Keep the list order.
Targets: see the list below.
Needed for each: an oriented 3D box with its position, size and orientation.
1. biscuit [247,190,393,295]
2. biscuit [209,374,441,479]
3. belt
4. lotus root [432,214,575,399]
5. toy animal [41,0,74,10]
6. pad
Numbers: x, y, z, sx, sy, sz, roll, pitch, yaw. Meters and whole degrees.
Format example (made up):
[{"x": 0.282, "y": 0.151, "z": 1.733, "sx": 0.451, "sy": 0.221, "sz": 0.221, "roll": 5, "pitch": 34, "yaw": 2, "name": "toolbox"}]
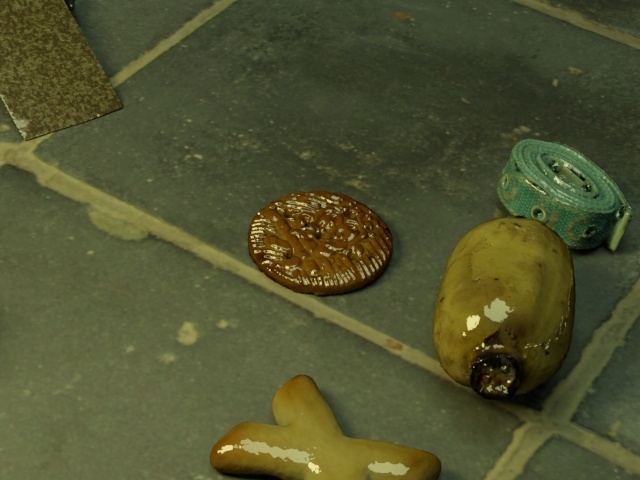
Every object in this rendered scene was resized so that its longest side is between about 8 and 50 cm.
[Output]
[{"x": 0.000, "y": -0.001, "z": 1.783, "sx": 0.187, "sy": 0.027, "sz": 0.188, "roll": 3, "pitch": 41, "yaw": -3, "name": "biscuit"}, {"x": 0.007, "y": 0.234, "z": 1.502, "sx": 0.207, "sy": 0.047, "sz": 0.164, "roll": 29, "pitch": 46, "yaw": 25, "name": "biscuit"}, {"x": 0.312, "y": -0.059, "z": 1.840, "sx": 0.147, "sy": 0.082, "sz": 0.163, "roll": 4, "pitch": 37, "yaw": -17, "name": "belt"}, {"x": 0.215, "y": 0.083, "z": 1.625, "sx": 0.160, "sy": 0.146, "sz": 0.284, "roll": -6, "pitch": 31, "yaw": 17, "name": "lotus root"}, {"x": -0.493, "y": -0.376, "z": 2.122, "sx": 0.269, "sy": 0.082, "sz": 0.137, "roll": 12, "pitch": 39, "yaw": 13, "name": "toy animal"}, {"x": -0.398, "y": -0.257, "z": 1.984, "sx": 0.158, "sy": 0.003, "sz": 0.235, "roll": -22, "pitch": 70, "yaw": -28, "name": "pad"}]
